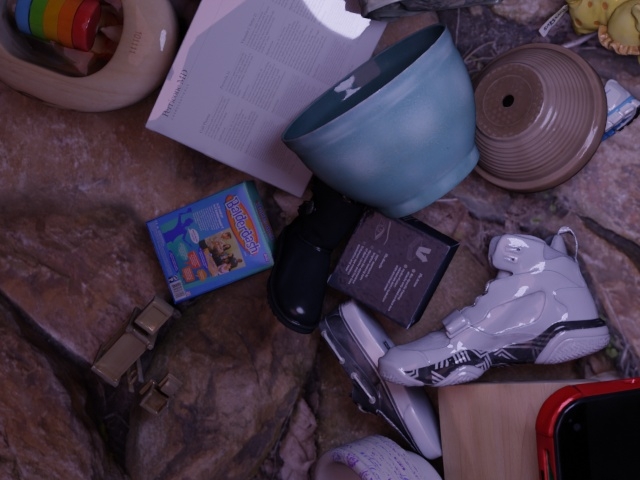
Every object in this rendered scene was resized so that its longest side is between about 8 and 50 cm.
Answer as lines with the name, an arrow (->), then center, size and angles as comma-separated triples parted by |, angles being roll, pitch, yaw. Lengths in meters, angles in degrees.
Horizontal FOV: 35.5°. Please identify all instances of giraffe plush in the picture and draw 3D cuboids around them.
giraffe plush -> 0.441, -0.345, 1.450 | 0.170, 0.181, 0.210 | 49, 117, 37

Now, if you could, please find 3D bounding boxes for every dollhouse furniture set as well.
dollhouse furniture set -> -0.291, 0.198, 1.822 | 0.161, 0.101, 0.182 | 40, 106, -15

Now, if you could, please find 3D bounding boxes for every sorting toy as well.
sorting toy -> 0.332, 0.347, 1.616 | 0.255, 0.089, 0.257 | -4, 94, 18

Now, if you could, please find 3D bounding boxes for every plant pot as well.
plant pot -> 0.115, -0.158, 1.491 | 0.293, 0.293, 0.196 | -31, 106, 18
plant pot -> 0.306, -0.199, 1.526 | 0.237, 0.110, 0.237 | -9, 74, 32

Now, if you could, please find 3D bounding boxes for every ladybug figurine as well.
ladybug figurine -> -0.434, -0.388, 1.761 | 0.449, 0.162, 0.305 | 24, 102, 14

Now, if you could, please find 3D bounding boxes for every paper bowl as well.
paper bowl -> 0.116, 0.455, 1.623 | 0.284, 0.148, 0.284 | 39, 137, 50

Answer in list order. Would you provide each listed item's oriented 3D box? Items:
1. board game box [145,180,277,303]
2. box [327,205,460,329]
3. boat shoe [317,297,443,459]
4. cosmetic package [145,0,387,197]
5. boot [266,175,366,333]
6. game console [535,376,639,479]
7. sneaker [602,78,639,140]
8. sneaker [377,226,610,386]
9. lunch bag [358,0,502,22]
board game box -> -0.189, 0.004, 1.776 | 0.210, 0.047, 0.160 | -20, 88, 19
box -> 0.121, 0.037, 1.654 | 0.158, 0.093, 0.156 | 30, 103, 14
boat shoe -> 0.097, 0.244, 1.675 | 0.102, 0.108, 0.301 | -36, 81, 17
cosmetic package -> -0.081, -0.300, 1.637 | 0.284, 0.097, 0.377 | 24, 103, -13
boot -> 0.000, 0.000, 1.602 | 0.094, 0.246, 0.207 | 21, 129, -18
game console -> 0.505, 0.399, 1.524 | 0.342, 0.060, 0.386 | -6, 94, -11
sneaker -> 0.404, -0.178, 1.567 | 0.191, 0.071, 0.083 | -37, 70, 14
sneaker -> 0.257, 0.105, 1.579 | 0.366, 0.137, 0.210 | -12, 88, 3
lunch bag -> 0.157, -0.466, 1.507 | 0.287, 0.169, 0.235 | -12, 91, -18
